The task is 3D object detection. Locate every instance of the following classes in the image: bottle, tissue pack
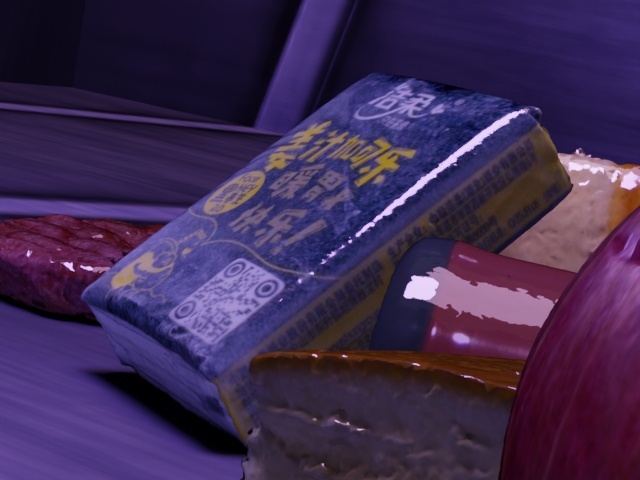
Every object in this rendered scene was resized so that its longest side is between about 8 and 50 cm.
[{"bbox_3d":[0.191,0.103,0.907,0.336,0.144,0.144,14,8,11],"label":"bottle"},{"bbox_3d":[0.000,0.000,1.097,0.257,0.081,0.185,-37,28,-17],"label":"tissue pack"}]

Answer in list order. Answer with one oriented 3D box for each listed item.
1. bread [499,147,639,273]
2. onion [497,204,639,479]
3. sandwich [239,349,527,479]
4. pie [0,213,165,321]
[{"bbox_3d":[0.220,0.040,1.255,0.263,0.198,0.236,10,1,16],"label":"bread"},{"bbox_3d":[0.237,0.045,0.469,0.347,0.385,0.348,22,4,-2],"label":"onion"},{"bbox_3d":[0.085,0.113,0.766,0.235,0.122,0.128,6,4,-9],"label":"sandwich"},{"bbox_3d":[-0.158,0.022,1.380,0.218,0.054,0.204,3,10,-31],"label":"pie"}]
